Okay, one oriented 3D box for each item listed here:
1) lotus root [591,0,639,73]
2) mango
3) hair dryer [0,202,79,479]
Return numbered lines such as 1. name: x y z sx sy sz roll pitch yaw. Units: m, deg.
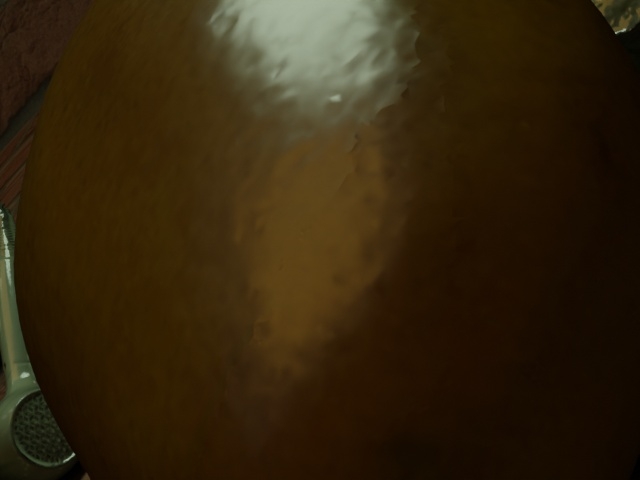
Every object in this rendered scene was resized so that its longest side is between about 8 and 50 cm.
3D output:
1. lotus root: 0.137 -0.121 0.778 0.144 0.070 0.143 -31 26 47
2. mango: 0.000 0.000 0.618 0.300 0.232 0.445 -50 24 17
3. hair dryer: -0.252 0.088 1.177 0.206 0.075 0.237 -32 61 57
